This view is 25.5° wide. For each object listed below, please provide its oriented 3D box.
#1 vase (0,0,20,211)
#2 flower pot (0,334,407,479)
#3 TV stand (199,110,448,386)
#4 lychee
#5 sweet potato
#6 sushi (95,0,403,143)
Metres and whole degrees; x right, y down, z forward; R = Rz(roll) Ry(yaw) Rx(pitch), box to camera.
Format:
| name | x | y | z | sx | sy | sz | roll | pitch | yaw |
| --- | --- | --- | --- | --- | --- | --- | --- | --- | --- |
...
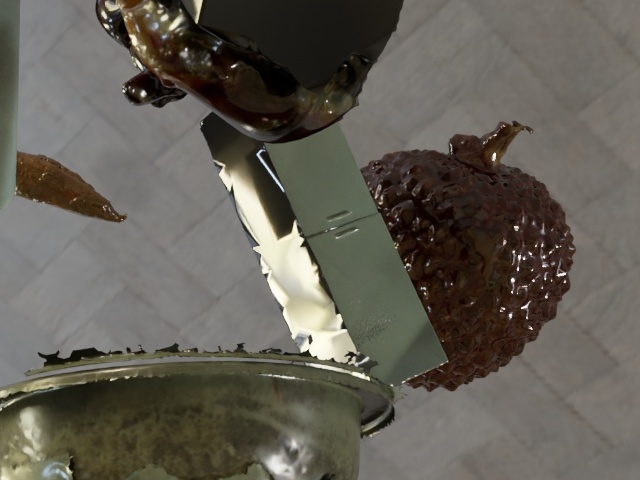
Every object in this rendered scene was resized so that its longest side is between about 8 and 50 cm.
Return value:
| name | x | y | z | sx | sy | sz | roll | pitch | yaw |
| --- | --- | --- | --- | --- | --- | --- | --- | --- | --- |
| vase | -0.383 | -0.171 | 1.331 | 0.245 | 0.245 | 0.291 | 13 | 118 | 14 |
| flower pot | -0.078 | 0.214 | 0.859 | 0.290 | 0.259 | 0.290 | -5 | 159 | -2 |
| TV stand | 0.000 | 0.000 | 1.159 | 0.088 | 0.083 | 0.269 | -33 | 80 | 54 |
| lychee | 0.132 | 0.010 | 1.462 | 0.264 | 0.264 | 0.300 | 24 | 94 | 5 |
| sweet potato | -0.330 | -0.070 | 1.715 | 0.206 | 0.068 | 0.060 | 27 | 138 | -7 |
| sushi | -0.050 | -0.177 | 0.943 | 0.227 | 0.215 | 0.212 | 37 | 121 | 44 |
